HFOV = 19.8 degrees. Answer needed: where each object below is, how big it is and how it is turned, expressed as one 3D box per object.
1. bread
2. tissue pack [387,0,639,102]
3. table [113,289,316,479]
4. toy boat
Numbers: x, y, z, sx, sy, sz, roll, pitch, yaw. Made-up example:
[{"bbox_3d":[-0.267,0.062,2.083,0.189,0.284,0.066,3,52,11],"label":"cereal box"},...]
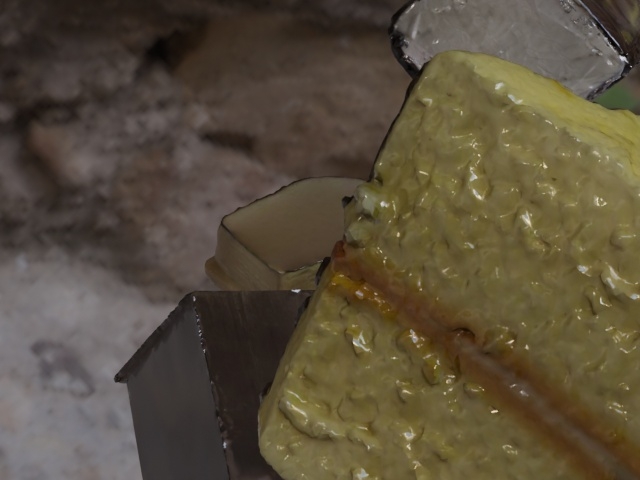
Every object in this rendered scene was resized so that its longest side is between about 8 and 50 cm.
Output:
[{"bbox_3d":[0.117,0.047,0.997,0.236,0.263,0.198,32,22,16],"label":"bread"},{"bbox_3d":[0.231,-0.225,1.981,0.210,0.198,0.370,47,20,2],"label":"tissue pack"},{"bbox_3d":[-0.044,0.162,1.450,0.169,0.172,0.193,0,63,-29],"label":"table"},{"bbox_3d":[0.000,0.000,1.632,0.188,0.061,0.116,-24,46,-34],"label":"toy boat"}]
